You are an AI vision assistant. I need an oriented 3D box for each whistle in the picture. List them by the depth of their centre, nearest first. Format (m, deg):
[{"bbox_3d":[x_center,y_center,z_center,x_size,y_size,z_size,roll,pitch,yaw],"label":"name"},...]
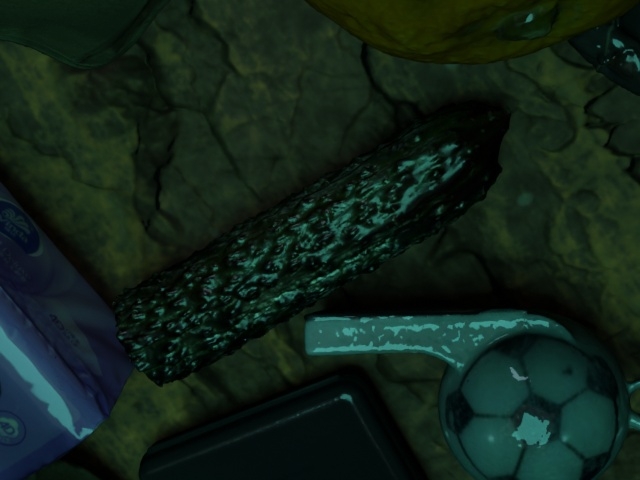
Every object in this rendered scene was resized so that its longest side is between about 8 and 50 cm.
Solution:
[{"bbox_3d":[0.133,0.129,1.032,0.289,0.163,0.163,-2,114,11],"label":"whistle"}]

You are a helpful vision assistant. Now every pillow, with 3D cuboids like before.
[{"bbox_3d":[-0.189,-0.179,0.928,0.130,0.217,0.033,-44,66,24],"label":"pillow"}]

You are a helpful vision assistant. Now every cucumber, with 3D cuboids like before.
[{"bbox_3d":[0.000,0.000,1.028,0.359,0.096,0.096,-28,107,19],"label":"cucumber"}]

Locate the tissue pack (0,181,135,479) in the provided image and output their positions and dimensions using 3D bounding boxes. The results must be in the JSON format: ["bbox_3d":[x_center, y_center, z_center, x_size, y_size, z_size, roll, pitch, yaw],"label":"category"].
[{"bbox_3d":[-0.345,0.049,1.070,0.242,0.160,0.338,-33,105,23],"label":"tissue pack"}]

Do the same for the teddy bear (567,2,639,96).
[{"bbox_3d":[0.307,-0.141,0.900,0.251,0.144,0.171,26,82,14],"label":"teddy bear"}]

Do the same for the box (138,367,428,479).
[{"bbox_3d":[-0.032,0.213,1.152,0.230,0.050,0.160,-23,109,19],"label":"box"}]

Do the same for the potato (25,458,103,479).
[{"bbox_3d":[-0.213,0.299,1.189,0.269,0.112,0.255,-12,110,17],"label":"potato"}]

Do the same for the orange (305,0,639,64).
[{"bbox_3d":[0.089,-0.255,0.779,0.312,0.312,0.312,4,115,8],"label":"orange"}]
